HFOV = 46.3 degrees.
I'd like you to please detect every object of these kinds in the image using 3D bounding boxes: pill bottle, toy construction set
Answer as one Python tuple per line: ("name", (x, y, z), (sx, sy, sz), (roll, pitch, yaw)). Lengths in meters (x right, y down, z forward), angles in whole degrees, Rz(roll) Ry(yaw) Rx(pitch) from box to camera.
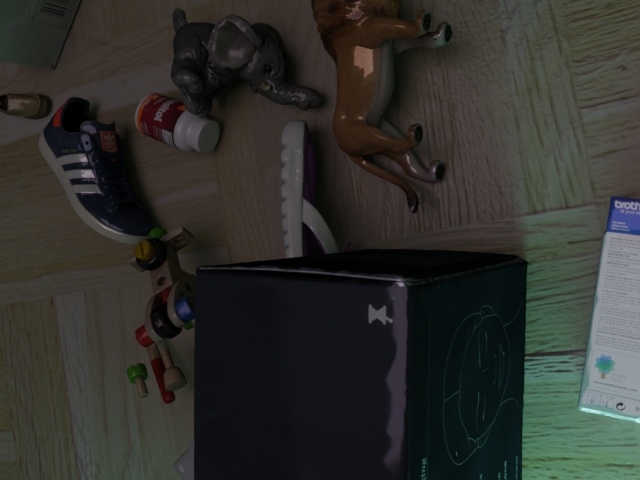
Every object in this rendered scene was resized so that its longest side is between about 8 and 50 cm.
("pill bottle", (-0.268, -0.218, 1.410), (0.152, 0.086, 0.086), (23, 103, 24))
("toy construction set", (-0.262, 0.120, 1.374), (0.309, 0.257, 0.237), (-49, 53, 32))

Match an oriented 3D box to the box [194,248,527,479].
("box", (0.081, 0.261, 1.027), (0.297, 0.471, 0.480), (2, 92, 28))

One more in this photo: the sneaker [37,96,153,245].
("sneaker", (-0.429, -0.146, 1.472), (0.350, 0.131, 0.148), (47, 116, 19))

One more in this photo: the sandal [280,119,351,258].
("sandal", (-0.002, 0.001, 1.247), (0.102, 0.169, 0.417), (-6, 90, 7))

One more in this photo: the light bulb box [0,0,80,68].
("light bulb box", (-0.682, -0.601, 1.535), (0.361, 0.225, 0.358), (36, 109, 23))

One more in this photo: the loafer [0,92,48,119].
("loafer", (-0.656, -0.294, 1.633), (0.148, 0.050, 0.056), (2, 93, 28))

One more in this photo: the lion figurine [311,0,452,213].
("lion figurine", (0.078, -0.252, 1.199), (0.240, 0.142, 0.392), (12, 102, 34))

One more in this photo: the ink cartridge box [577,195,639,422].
("ink cartridge box", (0.477, 0.102, 1.041), (0.185, 0.065, 0.311), (9, 98, 27))

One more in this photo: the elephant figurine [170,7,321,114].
("elephant figurine", (-0.131, -0.319, 1.315), (0.239, 0.186, 0.169), (-12, 43, 18))

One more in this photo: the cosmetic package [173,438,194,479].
("cosmetic package", (-0.118, 0.353, 1.267), (0.107, 0.238, 0.127), (48, 112, 18))
